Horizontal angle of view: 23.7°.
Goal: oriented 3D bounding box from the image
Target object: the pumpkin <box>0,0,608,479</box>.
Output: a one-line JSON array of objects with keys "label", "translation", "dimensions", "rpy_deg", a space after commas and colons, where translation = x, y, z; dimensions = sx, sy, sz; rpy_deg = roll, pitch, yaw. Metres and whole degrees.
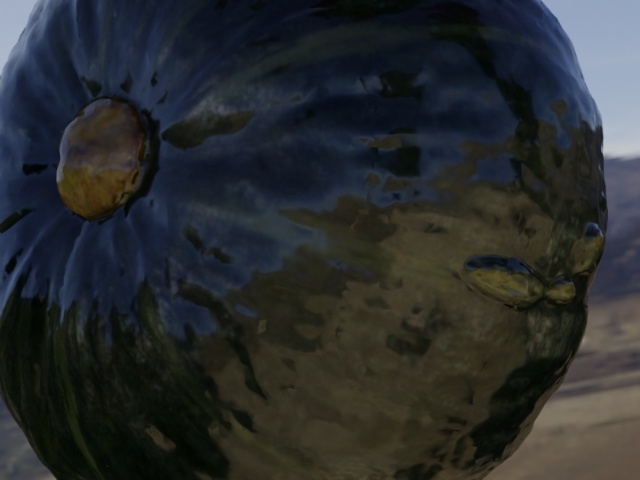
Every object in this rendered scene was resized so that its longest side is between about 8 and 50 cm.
[{"label": "pumpkin", "translation": [-0.011, -0.012, 0.447], "dimensions": [0.212, 0.211, 0.152], "rpy_deg": [-13, -11, 39]}]
